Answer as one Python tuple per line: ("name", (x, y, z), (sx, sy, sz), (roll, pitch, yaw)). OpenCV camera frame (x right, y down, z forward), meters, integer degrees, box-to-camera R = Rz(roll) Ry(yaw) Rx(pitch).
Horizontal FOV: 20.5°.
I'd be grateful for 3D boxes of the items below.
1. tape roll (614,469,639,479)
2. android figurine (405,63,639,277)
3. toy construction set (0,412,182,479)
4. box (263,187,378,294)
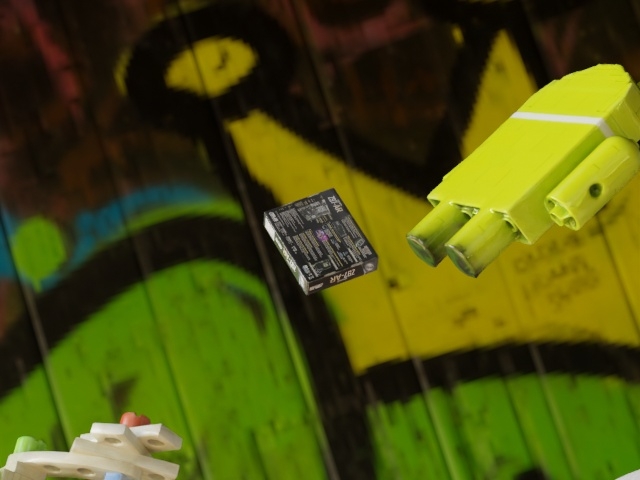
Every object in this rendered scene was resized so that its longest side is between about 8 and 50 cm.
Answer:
("tape roll", (0.335, 0.355, 1.561), (0.392, 0.072, 0.392), (-5, -56, -7))
("android figurine", (0.207, -0.072, 1.651), (0.273, 0.056, 0.248), (-42, 19, -14))
("toy construction set", (-0.262, 0.286, 1.606), (0.215, 0.151, 0.327), (-27, 28, 47))
("box", (0.000, 0.000, 1.467), (0.067, 0.083, 0.018), (-20, -35, -19))
